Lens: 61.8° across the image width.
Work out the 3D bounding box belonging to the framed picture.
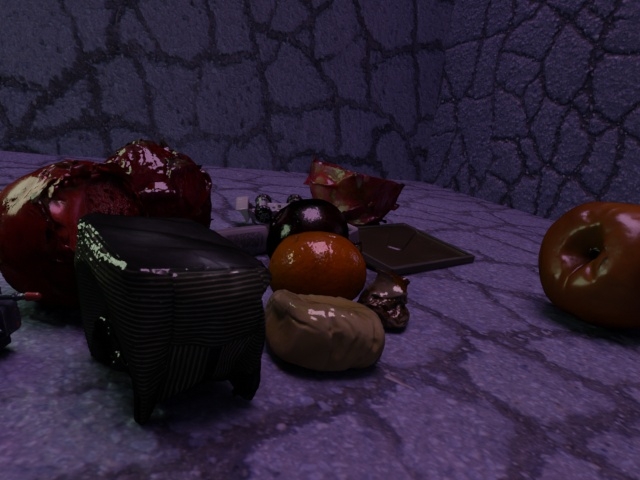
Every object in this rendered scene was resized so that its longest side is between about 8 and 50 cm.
[{"bbox_3d":[0.258,0.018,1.772,0.446,0.028,0.326,-5,26,-42],"label":"framed picture"}]

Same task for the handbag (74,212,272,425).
[{"bbox_3d":[-0.230,0.103,0.813,0.247,0.240,0.341,-2,16,-38],"label":"handbag"}]

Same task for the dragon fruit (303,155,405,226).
[{"bbox_3d":[0.112,-0.156,1.996,0.371,0.249,0.386,13,7,1],"label":"dragon fruit"}]

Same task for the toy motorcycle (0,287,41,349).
[{"bbox_3d":[-0.519,0.144,0.750,0.182,0.123,0.272,-3,14,2],"label":"toy motorcycle"}]

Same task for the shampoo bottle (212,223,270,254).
[{"bbox_3d":[-0.223,0.003,1.537,0.056,0.086,0.227,20,19,37],"label":"shampoo bottle"}]

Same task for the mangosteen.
[{"bbox_3d":[-0.011,0.015,1.381,0.265,0.228,0.228,35,9,-12],"label":"mangosteen"}]

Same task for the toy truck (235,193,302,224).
[{"bbox_3d":[-0.166,-0.098,1.938,0.286,0.111,0.136,3,30,-8],"label":"toy truck"}]

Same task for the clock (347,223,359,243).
[{"bbox_3d":[0.000,0.000,1.593,0.197,0.063,0.150,-24,35,-33],"label":"clock"}]

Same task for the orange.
[{"bbox_3d":[-0.004,0.063,1.169,0.224,0.170,0.224,-4,-12,-1],"label":"orange"}]

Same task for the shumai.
[{"bbox_3d":[0.138,0.121,1.185,0.146,0.116,0.145,6,15,-2],"label":"shumai"}]

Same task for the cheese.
[{"bbox_3d":[0.009,0.158,0.985,0.214,0.117,0.226,8,8,-24],"label":"cheese"}]

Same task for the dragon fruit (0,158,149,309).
[{"bbox_3d":[-0.482,-0.015,1.050,0.296,0.295,0.302,-1,-12,-32],"label":"dragon fruit"}]

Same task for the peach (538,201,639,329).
[{"bbox_3d":[0.738,0.063,1.341,0.302,0.342,0.343,26,2,-32],"label":"peach"}]

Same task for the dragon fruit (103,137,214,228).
[{"bbox_3d":[-0.425,-0.086,1.350,0.329,0.329,0.329,7,14,-2],"label":"dragon fruit"}]
